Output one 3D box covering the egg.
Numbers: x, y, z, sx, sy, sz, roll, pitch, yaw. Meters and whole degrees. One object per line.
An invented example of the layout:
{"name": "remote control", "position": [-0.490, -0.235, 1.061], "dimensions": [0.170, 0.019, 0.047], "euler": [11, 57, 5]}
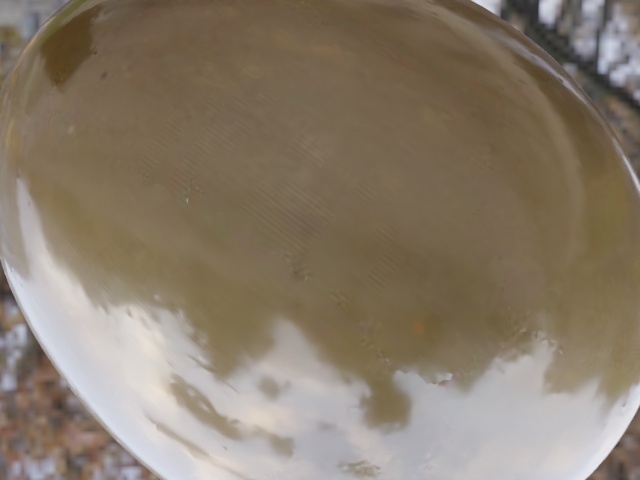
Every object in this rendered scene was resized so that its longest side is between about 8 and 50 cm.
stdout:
{"name": "egg", "position": [0.000, 0.000, 1.045], "dimensions": [0.374, 0.301, 0.301], "euler": [37, -151, 14]}
